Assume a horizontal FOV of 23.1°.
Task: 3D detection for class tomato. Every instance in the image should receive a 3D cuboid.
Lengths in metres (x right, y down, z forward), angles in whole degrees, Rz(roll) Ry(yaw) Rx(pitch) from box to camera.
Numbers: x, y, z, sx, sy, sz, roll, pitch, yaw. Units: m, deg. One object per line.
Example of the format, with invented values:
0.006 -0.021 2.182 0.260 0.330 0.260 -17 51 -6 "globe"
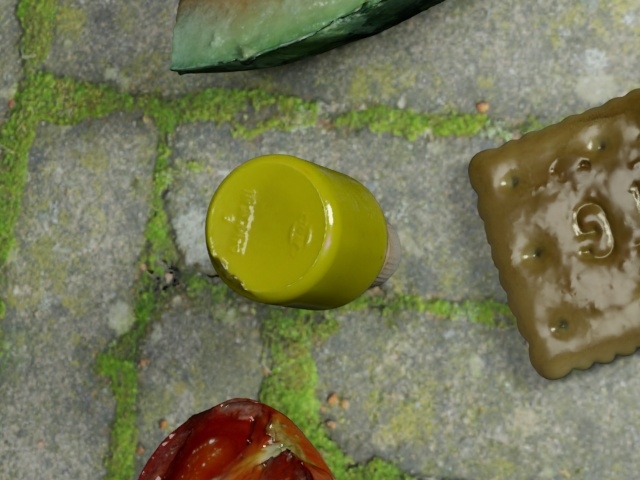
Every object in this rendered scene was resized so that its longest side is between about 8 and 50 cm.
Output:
-0.061 0.264 1.369 0.200 0.139 0.233 -42 35 7 "tomato"

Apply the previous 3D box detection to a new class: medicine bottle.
0.000 0.000 1.328 0.122 0.212 0.121 -3 83 24 "medicine bottle"

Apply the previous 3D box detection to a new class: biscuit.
0.293 -0.031 1.296 0.325 0.044 0.217 -21 75 21 "biscuit"

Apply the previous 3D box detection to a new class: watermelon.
0.006 -0.265 1.409 0.264 0.151 0.302 -17 60 24 "watermelon"
